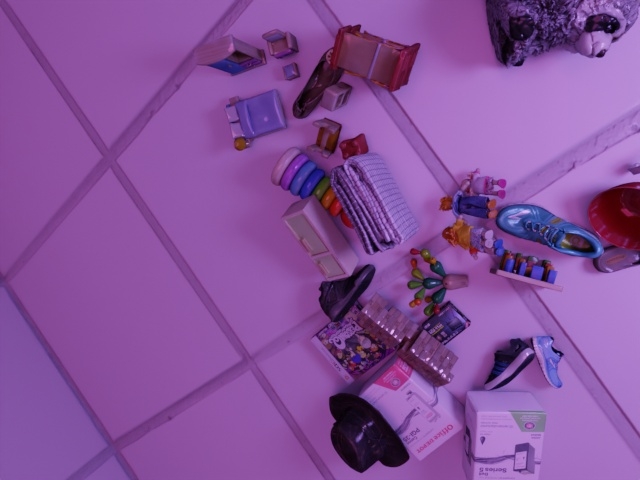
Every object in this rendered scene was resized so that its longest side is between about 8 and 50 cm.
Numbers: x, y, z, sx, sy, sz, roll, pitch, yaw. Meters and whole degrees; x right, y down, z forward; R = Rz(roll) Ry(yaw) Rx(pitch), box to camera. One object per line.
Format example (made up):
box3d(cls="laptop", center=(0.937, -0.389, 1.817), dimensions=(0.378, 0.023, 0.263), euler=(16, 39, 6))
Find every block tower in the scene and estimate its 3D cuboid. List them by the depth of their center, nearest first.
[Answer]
box3d(cls="block tower", center=(0.274, 0.313, 1.303), dimensions=(0.335, 0.097, 0.091), euler=(40, 151, 10))

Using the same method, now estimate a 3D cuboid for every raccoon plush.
box3d(cls="raccoon plush", center=(0.550, -0.624, 0.956), dimensions=(0.299, 0.216, 0.446), euler=(-16, 96, 15))

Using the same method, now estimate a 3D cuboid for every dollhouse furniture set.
box3d(cls="dollhouse furniture set", center=(0.118, -0.412, 1.212), dimensions=(0.201, 0.152, 0.374), euler=(28, 127, 13))
box3d(cls="dollhouse furniture set", center=(-0.205, -0.456, 1.276), dimensions=(0.286, 0.198, 0.303), euler=(-9, 99, 23))

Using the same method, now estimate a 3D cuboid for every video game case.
box3d(cls="video game case", center=(0.110, 0.354, 1.419), dimensions=(0.210, 0.042, 0.232), euler=(48, 113, 5))

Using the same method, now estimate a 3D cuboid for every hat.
box3d(cls="hat", center=(0.128, 0.670, 1.361), dimensions=(0.331, 0.134, 0.331), euler=(25, 136, 27))

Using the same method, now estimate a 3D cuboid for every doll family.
box3d(cls="doll family", center=(0.411, -0.068, 1.152), dimensions=(0.163, 0.118, 0.263), euler=(16, 111, 56))

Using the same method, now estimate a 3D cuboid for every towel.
box3d(cls="towel", center=(0.158, -0.109, 1.195), dimensions=(0.121, 0.235, 0.283), euler=(-29, 89, 27))

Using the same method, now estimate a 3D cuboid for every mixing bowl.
box3d(cls="mixing bowl", center=(0.781, -0.077, 1.016), dimensions=(0.181, 0.098, 0.181), euler=(38, 152, 25))

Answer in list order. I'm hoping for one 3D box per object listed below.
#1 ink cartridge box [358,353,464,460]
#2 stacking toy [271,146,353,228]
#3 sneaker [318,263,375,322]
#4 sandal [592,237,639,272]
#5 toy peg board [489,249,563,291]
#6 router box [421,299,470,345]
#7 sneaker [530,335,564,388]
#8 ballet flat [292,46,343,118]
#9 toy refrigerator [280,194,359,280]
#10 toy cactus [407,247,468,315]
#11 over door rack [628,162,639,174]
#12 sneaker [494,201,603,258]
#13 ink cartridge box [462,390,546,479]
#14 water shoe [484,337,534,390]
box3d(cls="ink cartridge box", center=(0.296, 0.536, 1.347), dimensions=(0.283, 0.117, 0.207), euler=(42, 113, 8))
box3d(cls="stacking toy", center=(0.012, -0.155, 1.306), dimensions=(0.330, 0.141, 0.141), euler=(34, 112, 5))
box3d(cls="sneaker", center=(0.077, 0.147, 1.360), dimensions=(0.130, 0.087, 0.227), euler=(44, 100, 29))
box3d(cls="sandal", center=(0.825, 0.021, 1.057), dimensions=(0.219, 0.060, 0.090), euler=(-27, 92, 19))
box3d(cls="toy peg board", center=(0.566, 0.076, 1.127), dimensions=(0.161, 0.161, 0.079), euler=(15, 91, 17))
box3d(cls="router box", center=(0.394, 0.263, 1.291), dimensions=(0.092, 0.038, 0.122), euler=(45, 113, 7))
box3d(cls="sneaker", center=(0.674, 0.353, 1.191), dimensions=(0.073, 0.063, 0.162), euler=(-21, 94, 20))
box3d(cls="ballet flat", center=(-0.010, -0.485, 1.270), dimensions=(0.084, 0.058, 0.250), euler=(44, 113, 6))
box3d(cls="toy refrigerator", center=(0.000, 0.000, 1.295), dimensions=(0.102, 0.094, 0.269), euler=(-17, 118, 38))
box3d(cls="toy cactus", center=(0.356, 0.127, 1.252), dimensions=(0.181, 0.112, 0.219), euler=(-5, 92, 12))
box3d(cls="over door rack", center=(0.952, -0.190, 0.931), dimensions=(0.324, 0.108, 0.239), euler=(-44, 84, 21))
box3d(cls="sneaker", center=(0.614, -0.027, 1.104), dimensions=(0.275, 0.110, 0.107), euler=(21, 109, 16))
box3d(cls="ink cartridge box", center=(0.548, 0.608, 1.242), dimensions=(0.198, 0.115, 0.272), euler=(-1, 102, 3))
box3d(cls="water shoe", center=(0.560, 0.376, 1.247), dimensions=(0.203, 0.073, 0.080), euler=(-60, 41, 31))
